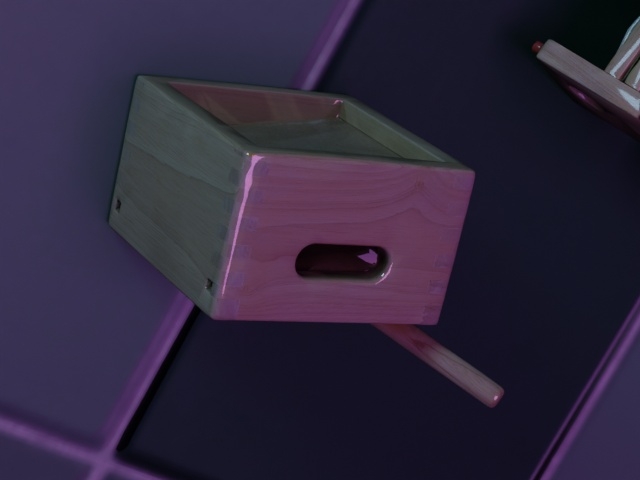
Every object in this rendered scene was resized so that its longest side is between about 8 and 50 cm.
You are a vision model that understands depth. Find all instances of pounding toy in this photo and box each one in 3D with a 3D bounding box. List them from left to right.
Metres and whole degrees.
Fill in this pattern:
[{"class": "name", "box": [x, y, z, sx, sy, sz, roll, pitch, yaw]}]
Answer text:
[{"class": "pounding toy", "box": [0.000, 0.000, 0.848, 0.141, 0.130, 0.100, 3, 109, -31]}]

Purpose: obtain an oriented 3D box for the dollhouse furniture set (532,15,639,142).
[{"class": "dollhouse furniture set", "box": [0.213, -0.080, 0.960, 0.129, 0.129, 0.183, -54, 150, 0]}]
